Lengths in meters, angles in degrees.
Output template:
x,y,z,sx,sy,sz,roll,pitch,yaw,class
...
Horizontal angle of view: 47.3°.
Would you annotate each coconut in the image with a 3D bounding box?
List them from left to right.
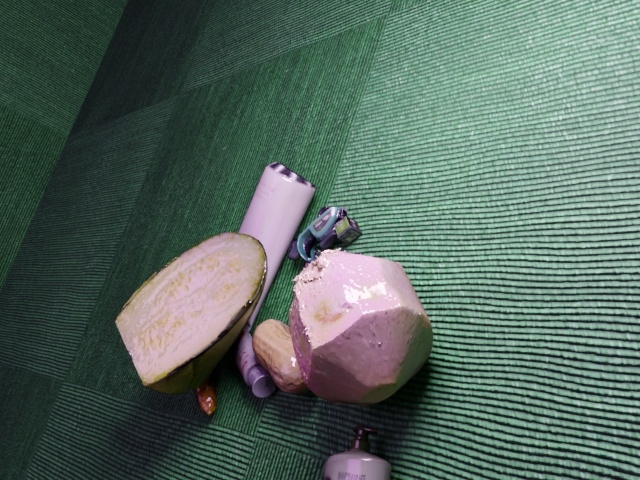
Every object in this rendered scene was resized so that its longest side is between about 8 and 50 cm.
x,y,z,sx,sy,sz,roll,pitch,yaw,class
0.059,0.147,1.169,0.233,0.233,0.245,-46,35,20,coconut

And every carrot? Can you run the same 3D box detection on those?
x,y,z,sx,sy,sz,roll,pitch,yaw,class
-0.276,0.266,1.639,0.066,0.066,0.314,-45,40,21,carrot

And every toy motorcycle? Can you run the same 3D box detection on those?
x,y,z,sx,sy,sz,roll,pitch,yaw,class
0.000,0.000,1.486,0.173,0.058,0.100,-40,46,23,toy motorcycle

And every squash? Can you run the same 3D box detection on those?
x,y,z,sx,sy,sz,roll,pitch,yaw,class
-0.242,0.124,1.493,0.309,0.210,0.233,-57,49,27,squash

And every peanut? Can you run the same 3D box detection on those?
x,y,z,sx,sy,sz,roll,pitch,yaw,class
-0.070,0.215,1.394,0.098,0.090,0.214,-50,36,-3,peanut

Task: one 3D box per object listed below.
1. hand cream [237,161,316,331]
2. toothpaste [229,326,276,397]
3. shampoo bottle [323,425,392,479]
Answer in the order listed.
x,y,z,sx,sy,sz,roll,pitch,yaw,class
-0.132,0.007,1.604,0.185,0.118,0.358,36,104,47,hand cream
-0.151,0.239,1.513,0.234,0.057,0.089,46,124,58,toothpaste
0.050,0.401,1.116,0.118,0.087,0.234,-17,53,44,shampoo bottle
